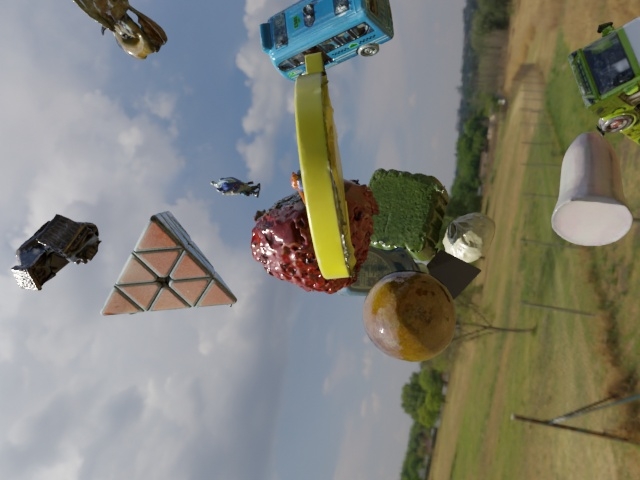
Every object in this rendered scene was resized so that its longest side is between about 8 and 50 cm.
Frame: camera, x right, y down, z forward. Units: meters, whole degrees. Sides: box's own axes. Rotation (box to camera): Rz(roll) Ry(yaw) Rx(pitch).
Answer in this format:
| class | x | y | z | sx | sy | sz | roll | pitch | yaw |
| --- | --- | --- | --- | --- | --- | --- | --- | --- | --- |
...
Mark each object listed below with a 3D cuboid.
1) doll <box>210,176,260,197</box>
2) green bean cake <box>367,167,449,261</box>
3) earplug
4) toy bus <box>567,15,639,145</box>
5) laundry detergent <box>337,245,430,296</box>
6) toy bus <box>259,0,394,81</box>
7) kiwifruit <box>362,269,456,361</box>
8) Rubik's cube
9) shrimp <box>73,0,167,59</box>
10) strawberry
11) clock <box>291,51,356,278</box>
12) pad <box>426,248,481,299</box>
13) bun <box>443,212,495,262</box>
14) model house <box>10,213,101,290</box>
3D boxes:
| class | x | y | z | sx | sy | sz | roll | pitch | yaw |
| --- | --- | --- | --- | --- | --- | --- | --- | --- | --- |
| doll | -0.333 | -0.209 | 2.316 | 0.070 | 0.195 | 0.096 | 100 | 178 | -48 |
| green bean cake | 0.253 | -0.080 | 1.828 | 0.156 | 0.247 | 0.249 | 33 | -109 | -65 |
| earplug | 0.666 | -0.155 | 1.452 | 0.172 | 0.173 | 0.301 | 81 | -157 | -50 |
| toy bus | 0.484 | -0.204 | 0.839 | 0.302 | 0.139 | 0.113 | 14 | -122 | -39 |
| laundry detergent | 0.174 | 0.086 | 1.626 | 0.094 | 0.290 | 0.143 | -34 | 56 | 59 |
| toy bus | 0.008 | -0.407 | 1.141 | 0.134 | 0.247 | 0.113 | 13 | -113 | -56 |
| kiwifruit | 0.181 | 0.157 | 1.237 | 0.234 | 0.196 | 0.195 | 141 | 137 | -85 |
| Rubik's cube | -0.356 | 0.051 | 1.362 | 0.229 | 0.228 | 0.233 | -10 | -82 | -54 |
| shrimp | -0.503 | -0.588 | 1.285 | 0.445 | 0.110 | 0.221 | 53 | -138 | -7 |
| strawberry | 0.000 | 0.000 | 1.157 | 0.220 | 0.274 | 0.274 | 63 | -157 | -12 |
| clock | -0.005 | -0.087 | 0.810 | 0.293 | 0.071 | 0.277 | -93 | -7 | -53 |
| pad | 0.339 | 0.141 | 1.744 | 0.243 | 0.164 | 0.004 | -52 | 27 | 25 |
| bun | 0.452 | -0.021 | 1.841 | 0.183 | 0.102 | 0.183 | -43 | 25 | 26 |
| model house | -0.589 | 0.035 | 1.333 | 0.203 | 0.164 | 0.141 | -51 | -48 | -11 |
